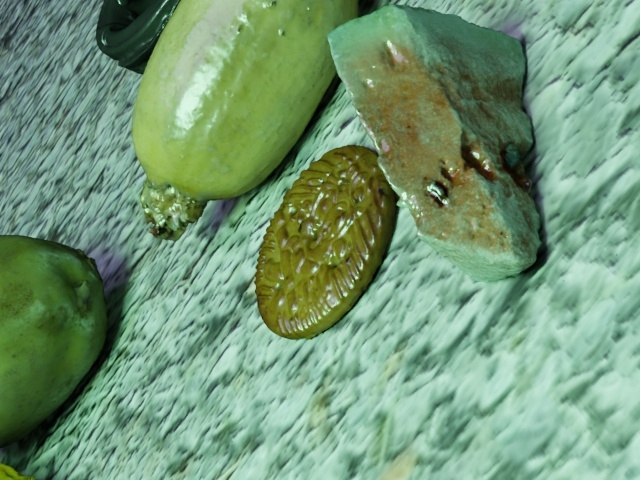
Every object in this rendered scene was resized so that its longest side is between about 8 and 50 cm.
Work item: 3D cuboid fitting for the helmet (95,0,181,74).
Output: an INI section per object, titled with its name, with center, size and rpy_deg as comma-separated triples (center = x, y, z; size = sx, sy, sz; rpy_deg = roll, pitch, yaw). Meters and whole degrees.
[helmet]
center = -0.133, -0.276, 1.416
size = 0.230, 0.160, 0.279
rpy_deg = -53, 32, 18

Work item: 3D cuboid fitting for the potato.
[potato]
center = -0.390, 0.125, 1.435
size = 0.326, 0.243, 0.221
rpy_deg = -35, 81, 39

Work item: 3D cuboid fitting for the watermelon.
[watermelon]
center = 0.097, -0.073, 0.959
size = 0.094, 0.154, 0.241
rpy_deg = -38, 52, 36

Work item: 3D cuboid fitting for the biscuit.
[biscuit]
center = -0.001, 0.000, 1.135
size = 0.188, 0.027, 0.188
rpy_deg = -36, 40, 37

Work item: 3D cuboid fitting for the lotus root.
[lotus root]
center = -0.090, -0.152, 1.250
size = 0.343, 0.169, 0.151
rpy_deg = -59, -11, 6

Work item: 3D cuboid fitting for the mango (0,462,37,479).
[mango]
center = -0.349, 0.315, 1.334
size = 0.262, 0.130, 0.167
rpy_deg = -9, 65, 49
